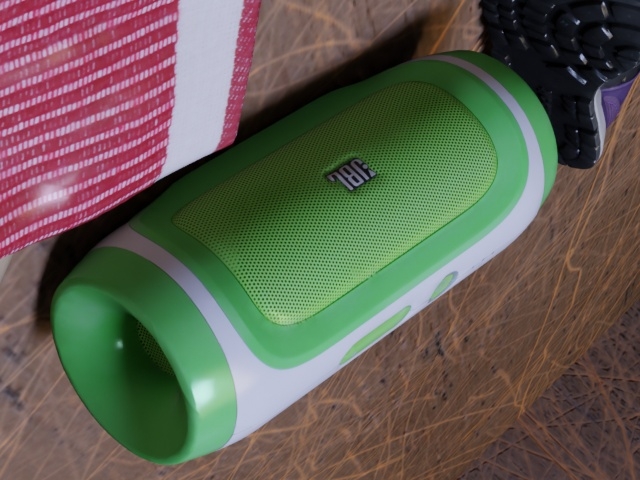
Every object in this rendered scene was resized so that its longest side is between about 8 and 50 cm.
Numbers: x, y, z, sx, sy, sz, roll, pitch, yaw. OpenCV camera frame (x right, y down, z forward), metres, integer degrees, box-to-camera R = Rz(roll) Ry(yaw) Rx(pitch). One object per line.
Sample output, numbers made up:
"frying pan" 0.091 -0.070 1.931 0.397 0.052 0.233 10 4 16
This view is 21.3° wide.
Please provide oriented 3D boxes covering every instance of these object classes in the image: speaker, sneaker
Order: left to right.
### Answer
"speaker" 0.000 0.000 0.931 0.296 0.131 0.131 -33 160 -36
"sneaker" 0.172 -0.158 1.073 0.124 0.107 0.283 -57 170 -15

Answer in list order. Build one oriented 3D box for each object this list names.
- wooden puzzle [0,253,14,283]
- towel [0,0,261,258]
"wooden puzzle" -0.231 0.079 0.714 0.239 0.044 0.221 -35 163 -47
"towel" -0.129 -0.056 0.419 0.329 0.037 0.237 -26 146 -36
